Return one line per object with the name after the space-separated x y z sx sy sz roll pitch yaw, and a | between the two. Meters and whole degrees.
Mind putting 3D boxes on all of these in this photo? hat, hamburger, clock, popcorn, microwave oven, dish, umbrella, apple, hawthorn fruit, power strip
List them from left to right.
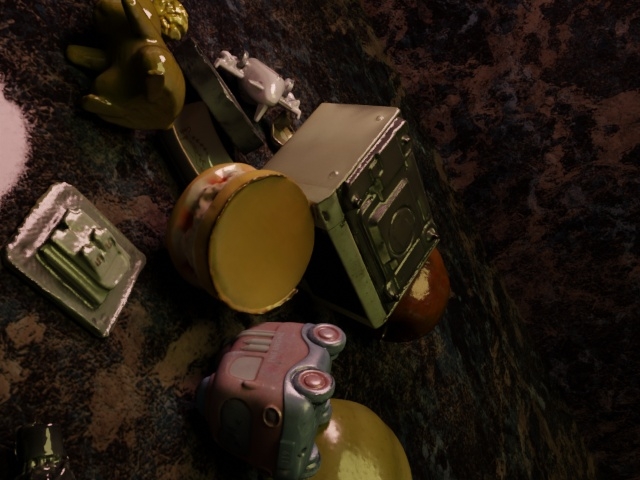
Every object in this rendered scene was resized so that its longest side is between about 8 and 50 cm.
-0.304 0.385 0.826 0.154 0.128 0.336 31 40 -44 | umbrella
-0.363 0.019 1.076 0.213 0.065 0.198 49 33 -30 | power strip
-0.346 -0.476 1.476 0.106 0.121 0.116 -146 -130 -70 | popcorn
-0.252 -0.173 1.414 0.212 0.077 0.151 61 26 -6 | dish
-0.219 -0.308 1.481 0.280 0.055 0.280 55 2 -3 | clock
-0.146 -0.001 1.297 0.261 0.186 0.302 -57 133 -14 | hamburger
-0.075 -0.270 1.830 0.147 0.085 0.175 46 8 -10 | hat
0.033 0.508 1.360 0.320 0.311 0.360 5 51 -8 | apple
0.078 -0.053 1.522 0.333 0.247 0.394 -51 136 -28 | microwave oven
0.197 0.139 1.752 0.267 0.268 0.300 50 37 -27 | hawthorn fruit

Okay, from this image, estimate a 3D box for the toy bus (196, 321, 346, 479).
-0.090 0.263 1.207 0.294 0.232 0.197 -69 169 -61 | toy bus

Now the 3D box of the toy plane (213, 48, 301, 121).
-0.147 -0.375 1.672 0.252 0.118 0.252 33 15 -10 | toy plane

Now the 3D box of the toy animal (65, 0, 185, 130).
-0.365 -0.381 1.277 0.180 0.181 0.362 12 55 -62 | toy animal
